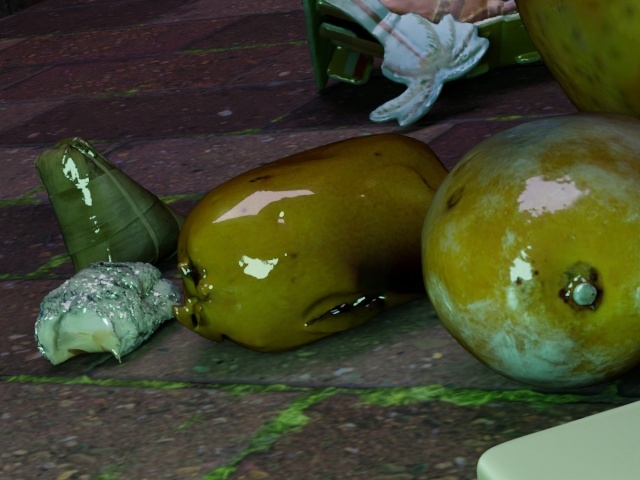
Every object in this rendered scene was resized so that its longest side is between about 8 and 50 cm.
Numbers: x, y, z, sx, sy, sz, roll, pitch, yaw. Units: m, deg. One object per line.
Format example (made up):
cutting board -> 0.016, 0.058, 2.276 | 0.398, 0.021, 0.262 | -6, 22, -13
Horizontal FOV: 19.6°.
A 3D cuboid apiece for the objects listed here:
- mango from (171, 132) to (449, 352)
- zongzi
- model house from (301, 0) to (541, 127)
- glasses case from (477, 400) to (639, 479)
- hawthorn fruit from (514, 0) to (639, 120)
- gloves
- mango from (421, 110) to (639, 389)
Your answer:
mango -> 0.000, 0.000, 1.599 | 0.287, 0.153, 0.201 | -22, 10, -35
zongzi -> -0.194, -0.045, 1.866 | 0.078, 0.160, 0.176 | -1, 21, 45
model house -> 0.137, -0.246, 2.369 | 0.323, 0.340, 0.300 | 16, -19, 10
glasses case -> 0.270, 0.134, 1.098 | 0.336, 0.076, 0.144 | -15, 16, -10
hawthorn fruit -> 0.420, -0.249, 1.699 | 0.471, 0.472, 0.472 | -11, 17, 3
gloves -> -0.189, 0.056, 1.681 | 0.114, 0.070, 0.153 | -6, 16, 20
mango -> 0.188, -0.004, 1.391 | 0.221, 0.199, 0.384 | -11, 15, 9
